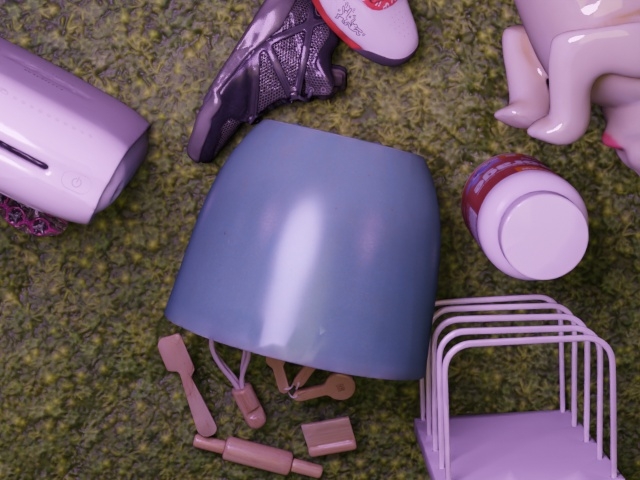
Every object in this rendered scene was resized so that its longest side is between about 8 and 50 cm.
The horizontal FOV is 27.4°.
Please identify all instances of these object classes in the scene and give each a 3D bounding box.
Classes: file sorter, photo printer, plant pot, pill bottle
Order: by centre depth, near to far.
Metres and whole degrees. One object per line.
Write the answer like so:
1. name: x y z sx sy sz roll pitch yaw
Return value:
1. photo printer: -0.313 -0.124 1.377 0.256 0.307 0.107 28 99 -6
2. plant pot: 0.000 0.000 1.433 0.293 0.293 0.235 14 93 -4
3. pill bottle: 0.228 -0.025 1.458 0.121 0.216 0.121 0 102 -2
4. file sorter: 0.211 0.167 1.471 0.193 0.277 0.173 -3 97 -1

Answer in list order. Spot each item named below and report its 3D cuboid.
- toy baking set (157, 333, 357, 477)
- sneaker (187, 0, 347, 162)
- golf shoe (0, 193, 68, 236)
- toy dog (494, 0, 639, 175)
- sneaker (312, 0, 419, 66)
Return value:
1. toy baking set: -0.074 0.188 1.568 0.256 0.030 0.197 11 115 -3
2. sneaker: -0.054 -0.166 1.487 0.130 0.087 0.227 34 93 -1
3. golf shoe: -0.360 -0.073 1.497 0.186 0.086 0.067 36 97 -3
4. toy dog: 0.336 -0.253 1.415 0.395 0.284 0.408 -39 102 -12
5. sneaker: 0.040 -0.320 1.413 0.090 0.145 0.270 -37 95 -30
